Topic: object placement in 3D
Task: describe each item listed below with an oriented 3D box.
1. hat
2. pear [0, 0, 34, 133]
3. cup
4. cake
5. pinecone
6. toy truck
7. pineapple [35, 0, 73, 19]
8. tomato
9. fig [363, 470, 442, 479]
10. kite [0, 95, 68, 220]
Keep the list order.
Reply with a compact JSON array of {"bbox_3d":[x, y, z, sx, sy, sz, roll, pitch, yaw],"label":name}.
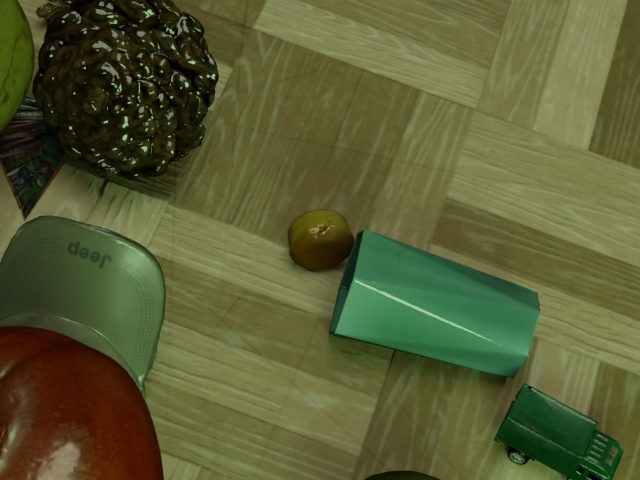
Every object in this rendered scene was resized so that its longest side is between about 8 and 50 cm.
[{"bbox_3d":[-0.293,0.111,1.681,0.214,0.245,0.149,15,33,0],"label":"hat"},{"bbox_3d":[-0.485,-0.221,1.810,0.283,0.283,0.284,6,54,-9],"label":"pear"},{"bbox_3d":[0.139,0.088,1.840,0.235,0.148,0.134,19,27,-4],"label":"cup"},{"bbox_3d":[0.000,0.000,1.892,0.084,0.084,0.044,-2,51,-14],"label":"cake"},{"bbox_3d":[-0.245,-0.209,1.892,0.243,0.243,0.257,1,35,-12],"label":"pinecone"},{"bbox_3d":[0.284,0.241,1.789,0.147,0.079,0.065,29,54,6],"label":"toy truck"},{"bbox_3d":[-0.339,-0.329,2.069,0.114,0.077,0.114,-40,36,-21],"label":"pineapple"},{"bbox_3d":[-0.311,0.263,1.516,0.341,0.273,0.341,-16,42,15],"label":"tomato"},{"bbox_3d":[0.093,0.345,1.624,0.203,0.203,0.225,-9,19,-18],"label":"fig"},{"bbox_3d":[-0.383,-0.128,1.938,0.183,0.014,0.241,-11,60,-18],"label":"kite"}]
